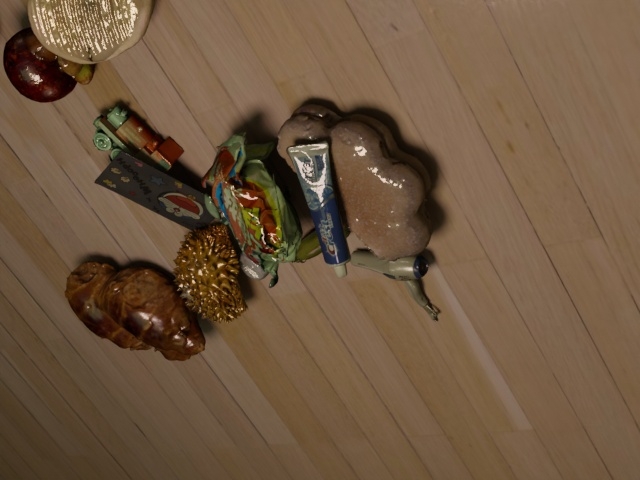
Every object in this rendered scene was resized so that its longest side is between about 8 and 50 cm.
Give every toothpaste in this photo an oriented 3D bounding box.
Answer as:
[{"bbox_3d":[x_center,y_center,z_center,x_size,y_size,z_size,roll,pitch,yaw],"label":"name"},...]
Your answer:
[{"bbox_3d":[0.009,-0.050,1.703,0.069,0.047,0.268,15,129,46],"label":"toothpaste"}]

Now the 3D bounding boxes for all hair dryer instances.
[{"bbox_3d":[0.146,0.077,1.888,0.167,0.067,0.199,18,151,30],"label":"hair dryer"}]

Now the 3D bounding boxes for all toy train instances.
[{"bbox_3d":[-0.373,-0.197,1.943,0.176,0.074,0.118,47,129,-11],"label":"toy train"}]

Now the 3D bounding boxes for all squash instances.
[{"bbox_3d":[0.000,0.000,1.896,0.052,0.052,0.183,44,138,-9],"label":"squash"}]

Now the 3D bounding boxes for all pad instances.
[{"bbox_3d":[-0.326,-0.093,1.977,0.246,0.006,0.170,27,150,-21],"label":"pad"}]

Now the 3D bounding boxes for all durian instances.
[{"bbox_3d":[-0.246,0.086,2.057,0.183,0.138,0.249,13,142,23],"label":"durian"}]

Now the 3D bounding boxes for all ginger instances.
[{"bbox_3d":[-0.420,0.180,2.247,0.358,0.152,0.274,6,130,30],"label":"ginger"}]

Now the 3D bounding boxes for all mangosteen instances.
[{"bbox_3d":[-0.516,-0.355,1.852,0.181,0.156,0.145,-43,72,19],"label":"mangosteen"}]

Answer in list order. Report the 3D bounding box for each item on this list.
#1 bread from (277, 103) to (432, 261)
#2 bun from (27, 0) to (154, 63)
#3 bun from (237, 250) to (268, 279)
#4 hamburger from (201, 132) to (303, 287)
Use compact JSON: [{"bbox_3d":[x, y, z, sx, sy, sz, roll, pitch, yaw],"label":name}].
[{"bbox_3d":[0.084,-0.117,1.703,0.337,0.102,0.183,44,135,-7],"label":"bread"},{"bbox_3d":[-0.405,-0.428,1.718,0.237,0.116,0.209,-13,117,13],"label":"bun"},{"bbox_3d":[-0.137,0.047,2.027,0.083,0.045,0.083,33,151,21],"label":"bun"},{"bbox_3d":[-0.107,-0.068,1.815,0.260,0.150,0.276,55,162,11],"label":"hamburger"}]
